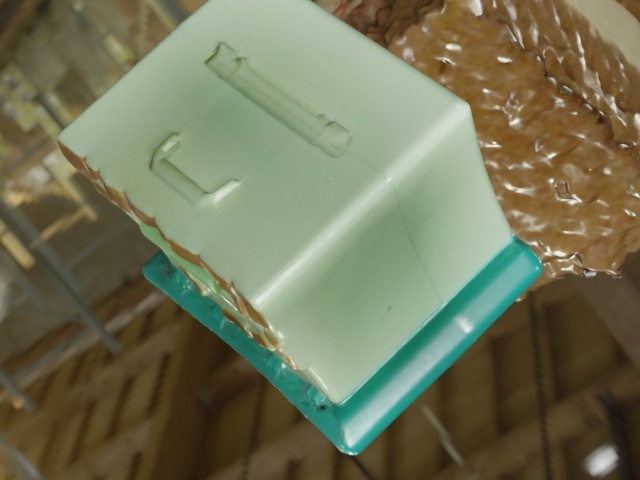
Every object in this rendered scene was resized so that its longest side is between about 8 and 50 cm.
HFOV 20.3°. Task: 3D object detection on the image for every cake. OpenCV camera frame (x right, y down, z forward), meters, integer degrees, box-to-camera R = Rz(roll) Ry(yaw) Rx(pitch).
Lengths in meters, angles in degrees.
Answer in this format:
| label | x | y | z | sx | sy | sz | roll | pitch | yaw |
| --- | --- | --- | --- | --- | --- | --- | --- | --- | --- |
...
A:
| label | x | y | z | sx | sy | sz | roll | pitch | yaw |
| --- | --- | --- | --- | --- | --- | --- | --- | --- | --- |
| cake | 0.104 | -0.134 | 1.258 | 0.256 | 0.282 | 0.290 | -28 | -141 | 35 |

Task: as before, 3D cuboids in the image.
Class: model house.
| label | x | y | z | sx | sy | sz | roll | pitch | yaw |
| --- | --- | --- | --- | --- | --- | --- | --- | --- | --- |
| model house | 0.000 | 0.000 | 0.636 | 0.100 | 0.149 | 0.127 | -44 | -129 | -9 |
